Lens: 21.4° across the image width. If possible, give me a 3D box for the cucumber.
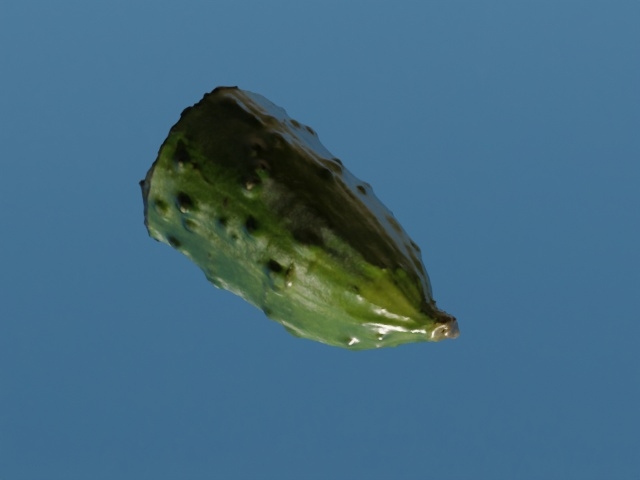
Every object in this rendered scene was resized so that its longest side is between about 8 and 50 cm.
[{"bbox_3d":[-0.002,0.003,1.147,0.134,0.134,0.244,-34,-129,-28],"label":"cucumber"}]
